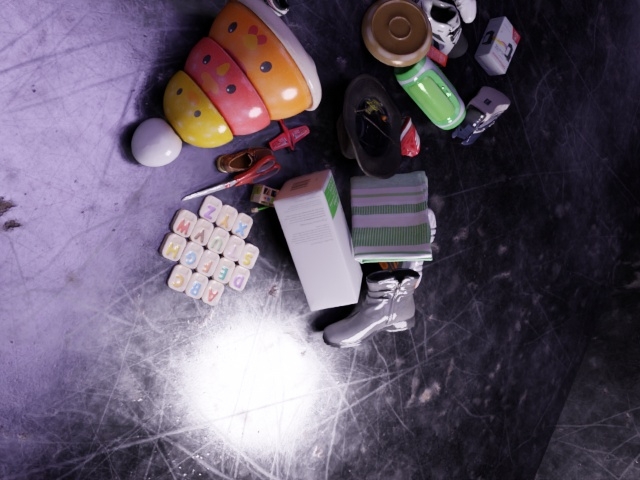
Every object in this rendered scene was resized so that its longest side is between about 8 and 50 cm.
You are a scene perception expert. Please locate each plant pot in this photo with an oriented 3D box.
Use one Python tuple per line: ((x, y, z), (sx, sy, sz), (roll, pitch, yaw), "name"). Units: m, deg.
((0.250, -0.675, 1.901), (0.236, 0.032, 0.236), (1, 85, -8), "plant pot")

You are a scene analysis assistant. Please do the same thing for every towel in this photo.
((0.217, -0.077, 1.844), (0.038, 0.248, 0.324), (76, 13, -56), "towel")

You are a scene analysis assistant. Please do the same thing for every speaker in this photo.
((0.380, -0.514, 2.044), (0.296, 0.131, 0.131), (38, 74, -36), "speaker")

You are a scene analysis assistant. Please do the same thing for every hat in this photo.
((0.127, -0.345, 1.869), (0.331, 0.134, 0.331), (13, 72, -48), "hat")

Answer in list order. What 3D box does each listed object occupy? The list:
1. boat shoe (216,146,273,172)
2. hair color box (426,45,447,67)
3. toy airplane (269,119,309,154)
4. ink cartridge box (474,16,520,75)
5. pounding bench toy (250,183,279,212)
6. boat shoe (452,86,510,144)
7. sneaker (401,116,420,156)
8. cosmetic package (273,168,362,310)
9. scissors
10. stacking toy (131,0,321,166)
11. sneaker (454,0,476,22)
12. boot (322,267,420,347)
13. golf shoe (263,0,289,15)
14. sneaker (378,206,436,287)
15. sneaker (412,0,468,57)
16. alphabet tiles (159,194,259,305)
((-0.202, -0.225, 1.674), (0.178, 0.060, 0.064), (-18, 108, -35), "boat shoe")
((0.364, -0.640, 2.047), (0.141, 0.072, 0.043), (15, 87, -38), "hair color box")
((-0.105, -0.325, 1.756), (0.151, 0.028, 0.151), (-6, 100, -39), "toy airplane")
((0.679, -0.742, 2.277), (0.127, 0.072, 0.175), (32, 76, -37), "ink cartridge box")
((-0.163, -0.114, 1.727), (0.065, 0.052, 0.083), (17, 86, -39), "pounding bench toy")
((0.599, -0.471, 2.245), (0.340, 0.127, 0.158), (-33, 159, -50), "boat shoe")
((0.276, -0.303, 2.022), (0.128, 0.087, 0.221), (45, 71, -32), "sneaker")
((0.000, 0.000, 1.763), (0.197, 0.155, 0.365), (-73, 146, -63), "cosmetic package")
((-0.244, -0.157, 1.668), (0.297, 0.109, 0.021), (-29, 74, -12), "scissors")
((-0.267, -0.346, 1.495), (0.480, 0.350, 0.350), (-42, 121, -7), "stacking toy")
((0.487, -0.877, 2.116), (0.094, 0.080, 0.212), (-22, 103, -21), "sneaker")
((0.156, 0.205, 1.918), (0.338, 0.118, 0.222), (-16, 125, -18), "boot")
((-0.143, -0.709, 1.632), (0.067, 0.086, 0.186), (-45, 120, -22), "golf shoe")
((0.266, 0.007, 1.988), (0.125, 0.180, 0.321), (-9, 125, -35), "sneaker")
((0.430, -0.731, 2.041), (0.331, 0.146, 0.122), (19, 84, -40), "sneaker")
((-0.303, 0.030, 1.661), (0.284, 0.021, 0.278), (31, 78, -37), "alphabet tiles")
